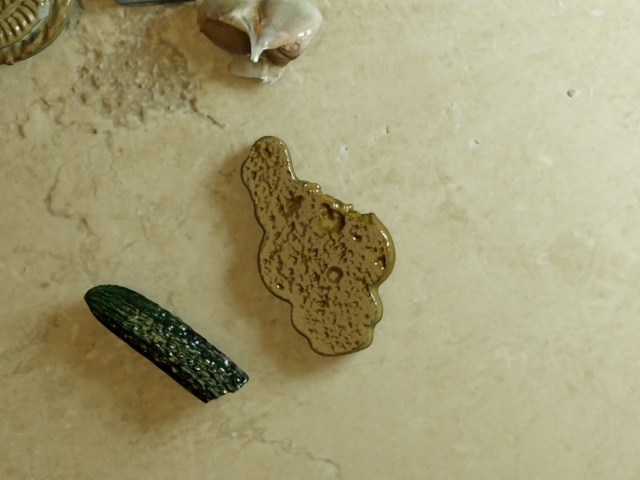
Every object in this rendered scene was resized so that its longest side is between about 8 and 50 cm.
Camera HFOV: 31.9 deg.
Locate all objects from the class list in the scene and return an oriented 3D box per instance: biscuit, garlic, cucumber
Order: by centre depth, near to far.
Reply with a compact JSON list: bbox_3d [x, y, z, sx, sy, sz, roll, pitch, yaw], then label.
[{"bbox_3d":[-0.088,-0.289,1.520,0.174,0.099,0.124,19,81,11],"label":"garlic"},{"bbox_3d":[-0.009,0.002,1.537,0.183,0.047,0.320,-37,85,8],"label":"biscuit"},{"bbox_3d":[-0.218,0.137,1.572,0.265,0.077,0.077,38,99,9],"label":"cucumber"},{"bbox_3d":[-0.473,-0.377,1.601,0.259,0.079,0.259,0,90,11],"label":"biscuit"}]

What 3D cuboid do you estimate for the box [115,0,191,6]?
[{"bbox_3d":[-0.234,-0.423,1.572,0.115,0.036,0.177,-2,91,12],"label":"box"}]
